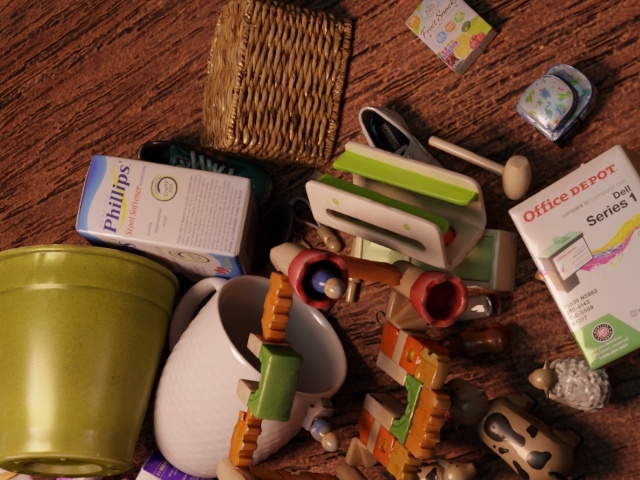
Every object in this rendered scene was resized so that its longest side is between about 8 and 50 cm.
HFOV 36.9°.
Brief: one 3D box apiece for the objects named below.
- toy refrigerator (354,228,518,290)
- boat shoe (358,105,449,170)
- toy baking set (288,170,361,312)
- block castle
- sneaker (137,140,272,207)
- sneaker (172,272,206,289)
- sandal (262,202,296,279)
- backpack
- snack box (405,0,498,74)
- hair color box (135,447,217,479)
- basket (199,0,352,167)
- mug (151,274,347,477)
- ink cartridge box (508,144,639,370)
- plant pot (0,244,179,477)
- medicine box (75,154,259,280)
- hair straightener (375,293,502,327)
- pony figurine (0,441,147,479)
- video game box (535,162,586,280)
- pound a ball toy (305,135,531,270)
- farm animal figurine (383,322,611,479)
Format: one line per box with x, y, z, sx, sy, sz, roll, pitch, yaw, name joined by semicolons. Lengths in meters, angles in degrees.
0.194;0.026;1.656;0.269;0.094;0.102;5;89;32;toy refrigerator
0.150;-0.136;1.701;0.095;0.084;0.258;-48;64;19;boat shoe
0.005;0.003;1.811;0.197;0.030;0.256;17;95;32;toy baking set
0.038;0.242;1.484;0.213;0.303;0.453;31;108;63;block castle
-0.241;-0.133;1.920;0.302;0.121;0.108;18;96;31;sneaker
-0.343;-0.004;1.983;0.153;0.101;0.268;-35;72;22;sneaker
-0.075;0.003;1.841;0.067;0.040;0.179;40;130;38;sandal
0.388;-0.228;1.562;0.114;0.084;0.105;-49;66;16;backpack
0.231;-0.376;1.697;0.100;0.037;0.141;-48;64;19;snack box
-0.209;0.555;1.775;0.339;0.110;0.185;28;102;0;hair color box
-0.094;-0.300;1.861;0.213;0.223;0.299;9;91;65;basket
-0.175;0.237;1.776;0.328;0.276;0.374;-50;51;28;mug
0.440;0.026;1.435;0.201;0.117;0.278;-33;70;25;ink cartridge box
-0.449;0.239;1.737;0.366;0.366;0.353;-14;64;30;plant pot
-0.271;-0.034;1.777;0.289;0.263;0.149;9;77;2;medicine box
0.191;0.123;1.653;0.230;0.089;0.047;-7;84;31;hair straightener
-0.486;0.524;1.926;0.351;0.303;0.363;-29;100;-11;pony figurine
0.465;0.002;1.519;0.187;0.048;0.205;25;99;33;video game box
0.167;-0.068;1.590;0.319;0.135;0.208;21;54;34;pound a ball toy
0.267;0.307;1.543;0.327;0.172;0.330;19;97;31;farm animal figurine
